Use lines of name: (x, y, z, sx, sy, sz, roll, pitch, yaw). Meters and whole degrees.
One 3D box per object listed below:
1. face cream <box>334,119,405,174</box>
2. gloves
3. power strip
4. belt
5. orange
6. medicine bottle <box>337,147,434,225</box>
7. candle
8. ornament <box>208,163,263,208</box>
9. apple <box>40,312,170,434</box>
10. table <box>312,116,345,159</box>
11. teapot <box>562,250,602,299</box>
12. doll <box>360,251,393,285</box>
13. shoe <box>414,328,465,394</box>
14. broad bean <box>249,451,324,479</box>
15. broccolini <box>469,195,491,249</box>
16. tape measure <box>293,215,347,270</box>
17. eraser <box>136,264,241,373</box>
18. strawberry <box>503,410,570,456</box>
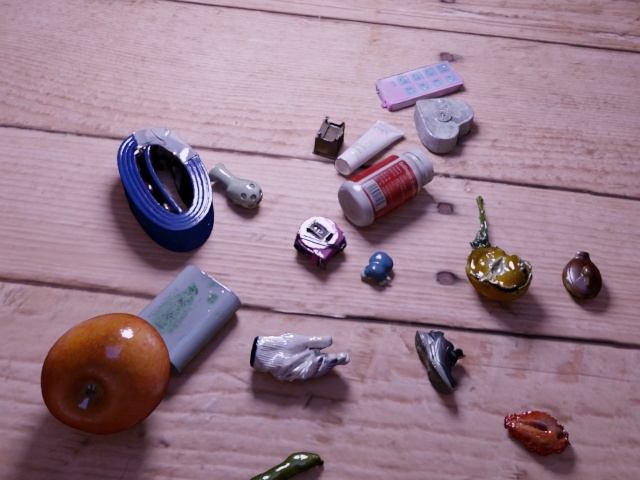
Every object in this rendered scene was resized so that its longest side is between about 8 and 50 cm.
face cream: (0.135, -0.266, 2.069, 0.092, 0.058, 0.244, 33, 54, 22)
gloves: (-0.047, 0.265, 1.673, 0.229, 0.097, 0.119, 3, 61, 4)
power strip: (0.301, -0.473, 2.225, 0.279, 0.037, 0.109, -19, 60, -16)
belt: (-0.398, -0.137, 1.904, 0.213, 0.117, 0.346, -24, 62, -17)
orange: (0.442, 0.089, 1.816, 0.160, 0.112, 0.170, -3, 32, 7)
medicine bottle: (0.175, -0.145, 1.941, 0.250, 0.131, 0.131, -31, 63, -23)
candle: (0.347, -0.348, 2.128, 0.169, 0.068, 0.192, 31, 56, 17)
ornament: (-0.224, -0.141, 1.948, 0.156, 0.075, 0.081, 34, 103, 18)
apple: (-0.452, 0.283, 1.538, 0.272, 0.206, 0.251, -9, 91, 6)
table: (0.025, -0.292, 2.058, 0.070, 0.082, 0.083, 19, 56, 8)
teapot: (0.667, 0.087, 1.851, 0.098, 0.078, 0.129, 10, 56, 3)
doll: (0.151, 0.069, 1.847, 0.076, 0.050, 0.083, 26, 56, 8)
shoe: (0.291, 0.275, 1.708, 0.100, 0.071, 0.169, -13, 55, -15)
broad bean: (-0.109, 0.510, 1.535, 0.256, 0.052, 0.052, -24, 103, -22)
broccolini: (0.432, -0.052, 1.945, 0.054, 0.052, 0.194, 11, 56, -1)
tape measure: (0.000, 0.000, 1.865, 0.125, 0.074, 0.118, 32, 59, 14)
eraser: (-0.324, 0.182, 1.718, 0.174, 0.081, 0.227, 33, 61, 16)
strawberry: (0.487, 0.425, 1.632, 0.152, 0.048, 0.103, 16, 53, 3)
